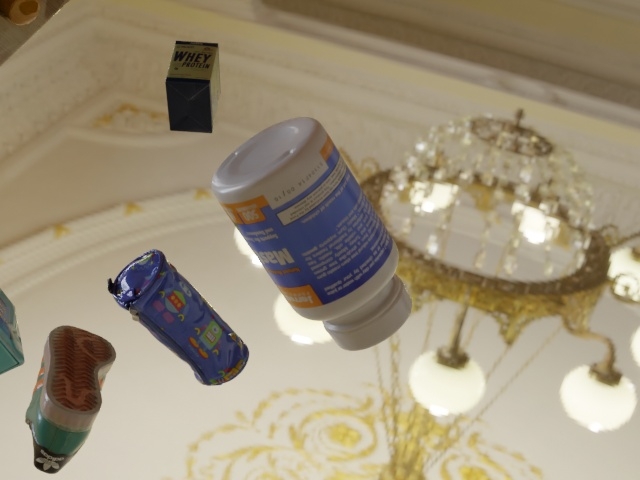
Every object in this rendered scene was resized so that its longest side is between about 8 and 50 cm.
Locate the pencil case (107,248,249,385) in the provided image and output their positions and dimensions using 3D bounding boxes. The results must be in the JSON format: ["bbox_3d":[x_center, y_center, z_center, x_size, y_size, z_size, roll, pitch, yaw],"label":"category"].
[{"bbox_3d":[-0.262,0.154,2.059,0.119,0.306,0.133,-9,-137,38],"label":"pencil case"}]

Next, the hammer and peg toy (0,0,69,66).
[{"bbox_3d":[-0.378,-0.295,1.032,0.127,0.266,0.361,48,-176,30],"label":"hammer and peg toy"}]

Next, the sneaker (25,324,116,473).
[{"bbox_3d":[-0.371,0.223,1.580,0.108,0.121,0.302,24,-166,-12],"label":"sneaker"}]

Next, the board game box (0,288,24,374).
[{"bbox_3d":[-0.423,0.061,0.763,0.336,0.253,0.079,-27,-140,-2],"label":"board game box"}]

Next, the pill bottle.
[{"bbox_3d":[0.000,0.000,1.319,0.152,0.272,0.152,-27,-155,13],"label":"pill bottle"}]

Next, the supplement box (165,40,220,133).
[{"bbox_3d":[-0.161,-0.195,1.390,0.056,0.083,0.083,4,-133,1],"label":"supplement box"}]
